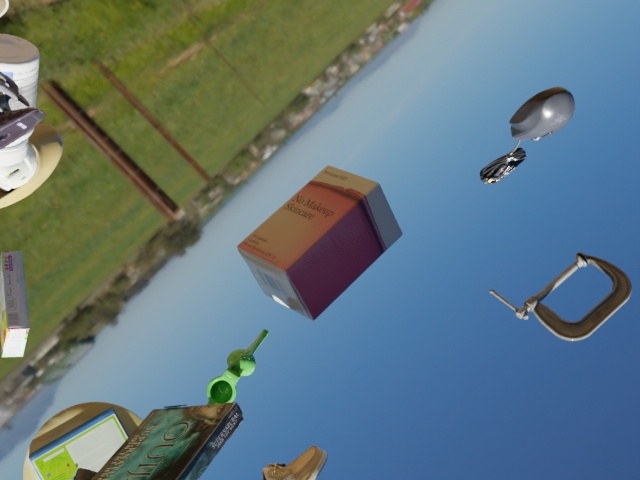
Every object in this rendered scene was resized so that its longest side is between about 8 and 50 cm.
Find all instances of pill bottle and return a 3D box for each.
[{"bbox_3d":[-0.368,-0.160,1.078,0.078,0.078,0.137,-51,162,-53],"label":"pill bottle"}]

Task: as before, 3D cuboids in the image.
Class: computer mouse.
[{"bbox_3d":[0.280,-0.131,1.284,0.071,0.041,0.242,-13,159,-17],"label":"computer mouse"}]

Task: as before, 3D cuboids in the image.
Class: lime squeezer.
[{"bbox_3d":[-0.182,0.271,1.797,0.310,0.059,0.110,-56,-167,-30],"label":"lime squeezer"}]

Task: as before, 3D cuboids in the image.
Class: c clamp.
[{"bbox_3d":[0.337,0.068,1.280,0.160,0.137,0.022,-33,146,-14],"label":"c clamp"}]

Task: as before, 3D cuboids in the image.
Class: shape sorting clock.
[{"bbox_3d":[-0.340,0.346,1.405,0.206,0.206,0.040,-45,179,-8],"label":"shape sorting clock"}]

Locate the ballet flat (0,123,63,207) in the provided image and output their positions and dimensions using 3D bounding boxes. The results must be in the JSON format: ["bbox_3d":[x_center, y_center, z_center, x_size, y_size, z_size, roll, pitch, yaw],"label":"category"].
[{"bbox_3d":[-0.412,-0.068,1.148,0.232,0.080,0.073,-39,-168,-19],"label":"ballet flat"}]

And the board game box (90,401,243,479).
[{"bbox_3d":[-0.176,0.239,0.989,0.126,0.026,0.186,-11,-157,31],"label":"board game box"}]

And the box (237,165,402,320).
[{"bbox_3d":[0.000,0.000,1.607,0.232,0.127,0.148,-44,-141,-20],"label":"box"}]

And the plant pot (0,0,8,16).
[{"bbox_3d":[-0.702,-0.544,1.659,0.256,0.274,0.256,-9,173,-1],"label":"plant pot"}]

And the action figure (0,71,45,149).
[{"bbox_3d":[-0.364,-0.204,0.824,0.099,0.285,0.185,-35,167,14],"label":"action figure"}]

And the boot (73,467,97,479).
[{"bbox_3d":[-0.253,0.421,1.177,0.207,0.246,0.094,-64,156,-17],"label":"boot"}]

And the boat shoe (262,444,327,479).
[{"bbox_3d":[-0.064,0.351,1.346,0.170,0.059,0.063,-42,-171,-14],"label":"boat shoe"}]

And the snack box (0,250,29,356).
[{"bbox_3d":[-0.493,0.102,1.493,0.037,0.141,0.100,0,148,-25],"label":"snack box"}]
